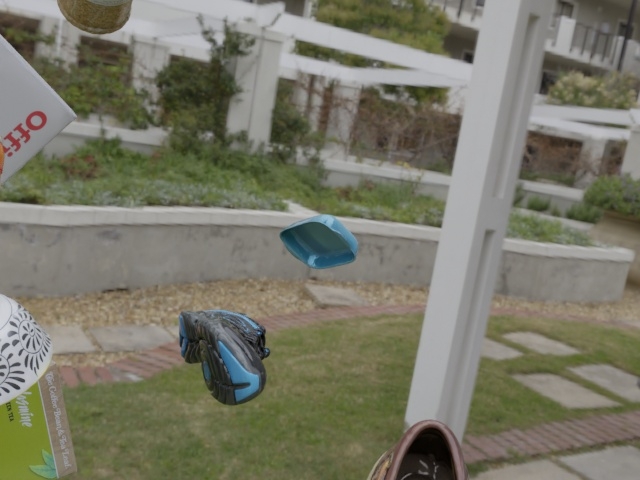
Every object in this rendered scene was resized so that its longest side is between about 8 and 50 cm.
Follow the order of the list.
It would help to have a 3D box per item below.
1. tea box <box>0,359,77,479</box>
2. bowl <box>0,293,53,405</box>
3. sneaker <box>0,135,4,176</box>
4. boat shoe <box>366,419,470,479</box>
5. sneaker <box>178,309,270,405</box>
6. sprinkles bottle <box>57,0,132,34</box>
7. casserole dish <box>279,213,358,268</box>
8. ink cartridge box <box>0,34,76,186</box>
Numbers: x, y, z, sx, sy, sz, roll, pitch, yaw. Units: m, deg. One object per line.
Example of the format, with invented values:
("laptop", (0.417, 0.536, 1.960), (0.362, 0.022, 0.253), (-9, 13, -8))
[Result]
("tea box", (-0.658, 0.324, 1.212), (0.324, 0.219, 0.329), (-14, 14, -36))
("bowl", (-0.381, 0.101, 0.721), (0.170, 0.080, 0.170), (3, 32, -2))
("sneaker", (-0.332, -0.061, 0.527), (0.064, 0.067, 0.175), (3, 4, 43))
("boat shoe", (0.050, 0.281, 0.429), (0.123, 0.341, 0.123), (12, -35, 9))
("sneaker", (-0.144, 0.175, 1.151), (0.140, 0.124, 0.341), (-5, 11, -23))
("sprinkles bottle", (-0.302, -0.436, 0.967), (0.121, 0.121, 0.355), (5, -17, -25))
("casserole dish", (0.000, 0.000, 1.272), (0.114, 0.037, 0.188), (46, -31, -18))
("ink cartridge box", (-0.533, -0.203, 0.773), (0.166, 0.285, 0.395), (38, -10, 43))
